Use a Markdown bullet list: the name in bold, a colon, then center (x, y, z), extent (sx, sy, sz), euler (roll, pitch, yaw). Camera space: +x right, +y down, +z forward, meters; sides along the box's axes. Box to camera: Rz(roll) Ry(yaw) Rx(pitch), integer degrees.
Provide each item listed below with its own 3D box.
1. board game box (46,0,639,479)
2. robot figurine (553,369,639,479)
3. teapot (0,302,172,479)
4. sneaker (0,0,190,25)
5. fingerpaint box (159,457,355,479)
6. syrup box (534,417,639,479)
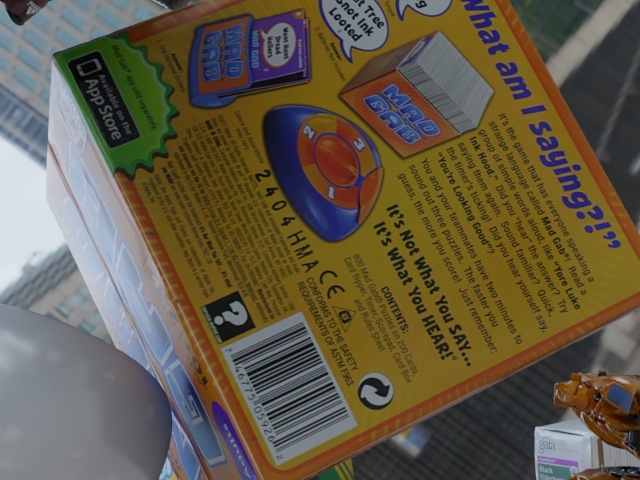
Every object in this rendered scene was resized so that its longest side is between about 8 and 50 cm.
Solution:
- **board game box**: center (0.000, 0.000, 1.092), extent (0.356, 0.356, 0.356), euler (-24, -10, -18)
- **robot figurine**: center (0.292, 0.218, 1.103), extent (0.291, 0.085, 0.211), euler (-150, 61, -76)
- **teapot**: center (-0.245, 0.171, 0.944), extent (0.252, 0.256, 0.187), euler (127, 163, -60)
- **sneaker**: center (-0.310, -0.322, 1.587), extent (0.162, 0.281, 0.106), euler (-57, -13, -4)
- **fingerpaint box**: center (-0.138, 0.410, 1.647), extent (0.163, 0.371, 0.445), euler (12, -35, -38)
- **syrup box**: center (0.371, 0.254, 1.492), extent (0.237, 0.096, 0.093), euler (-6, 1, -34)
